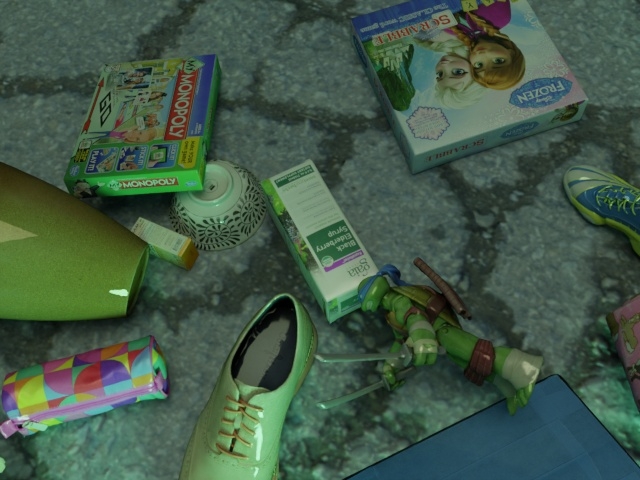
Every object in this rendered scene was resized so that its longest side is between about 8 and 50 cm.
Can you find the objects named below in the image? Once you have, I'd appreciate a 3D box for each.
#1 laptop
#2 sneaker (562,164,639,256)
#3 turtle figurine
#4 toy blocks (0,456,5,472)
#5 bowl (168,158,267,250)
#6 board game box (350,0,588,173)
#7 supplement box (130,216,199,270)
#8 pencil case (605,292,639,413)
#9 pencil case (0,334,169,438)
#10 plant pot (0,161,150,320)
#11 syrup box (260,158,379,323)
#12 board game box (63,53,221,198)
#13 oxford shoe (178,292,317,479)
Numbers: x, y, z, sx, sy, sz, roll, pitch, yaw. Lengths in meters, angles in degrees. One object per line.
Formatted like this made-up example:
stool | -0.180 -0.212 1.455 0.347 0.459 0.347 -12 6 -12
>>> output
laptop | 0.254 0.324 0.843 0.382 0.408 0.236 -23 81 -12
sneaker | 0.490 -0.058 1.142 0.091 0.126 0.240 -42 69 -16
turtle figurine | 0.143 0.177 1.001 0.266 0.198 0.275 23 41 12
toy blocks | -0.560 0.387 0.971 0.260 0.309 0.289 -6 45 37
bowl | -0.176 -0.076 1.218 0.170 0.080 0.170 -1 64 2
board game box | 0.253 -0.306 1.311 0.318 0.066 0.318 -19 65 -6
supplement box | -0.252 0.006 1.192 0.098 0.062 0.036 22 69 14
pencil case | 0.526 0.243 0.980 0.167 0.160 0.386 -30 59 33
pencil case | -0.342 0.215 1.078 0.236 0.104 0.104 -17 64 -4
plant pot | -0.400 0.028 1.118 0.254 0.237 0.237 16 65 -4
syrup box | 0.000 0.000 1.162 0.093 0.096 0.237 -26 64 -9
board game box | -0.290 -0.201 1.253 0.213 0.046 0.317 -5 47 5
oxford shoe | -0.116 0.252 1.017 0.140 0.146 0.397 13 66 9
